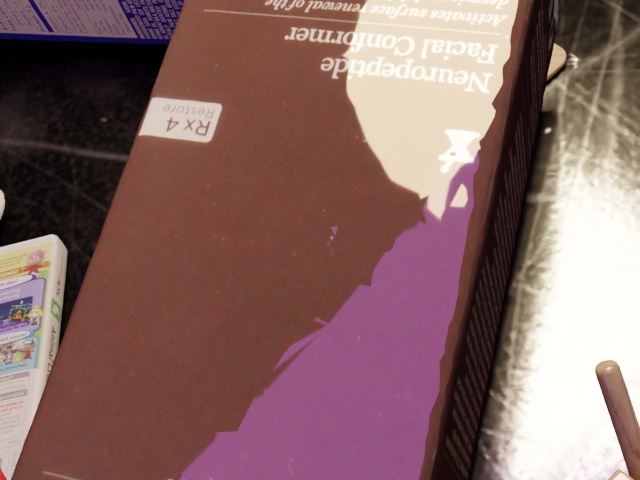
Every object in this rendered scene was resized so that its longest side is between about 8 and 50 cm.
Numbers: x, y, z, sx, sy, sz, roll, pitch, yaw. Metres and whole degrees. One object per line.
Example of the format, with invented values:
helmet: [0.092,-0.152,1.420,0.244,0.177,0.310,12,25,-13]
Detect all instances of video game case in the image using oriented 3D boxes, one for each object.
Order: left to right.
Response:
video game case: [-0.264,0.096,0.601,0.212,0.023,0.193,-14,48,7]

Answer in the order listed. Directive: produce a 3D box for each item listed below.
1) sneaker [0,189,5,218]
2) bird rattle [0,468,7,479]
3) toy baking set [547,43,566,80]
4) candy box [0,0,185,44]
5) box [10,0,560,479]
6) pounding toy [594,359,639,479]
sneaker: [-0.298,-0.016,0.670,0.157,0.065,0.061,-11,57,9]
bird rattle: [-0.118,0.225,0.406,0.206,0.143,0.254,23,104,-2]
toy baking set: [0.025,-0.104,0.660,0.256,0.030,0.197,12,63,21]
candy box: [-0.161,-0.283,0.757,0.317,0.122,0.268,6,56,16]
box: [0.000,0.000,0.514,0.191,0.143,0.381,8,70,17]
pounding toy: [0.144,0.151,0.413,0.100,0.130,0.141,-43,58,-13]
